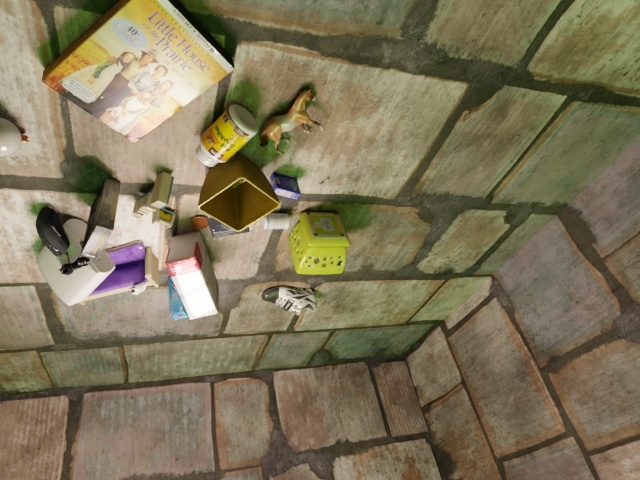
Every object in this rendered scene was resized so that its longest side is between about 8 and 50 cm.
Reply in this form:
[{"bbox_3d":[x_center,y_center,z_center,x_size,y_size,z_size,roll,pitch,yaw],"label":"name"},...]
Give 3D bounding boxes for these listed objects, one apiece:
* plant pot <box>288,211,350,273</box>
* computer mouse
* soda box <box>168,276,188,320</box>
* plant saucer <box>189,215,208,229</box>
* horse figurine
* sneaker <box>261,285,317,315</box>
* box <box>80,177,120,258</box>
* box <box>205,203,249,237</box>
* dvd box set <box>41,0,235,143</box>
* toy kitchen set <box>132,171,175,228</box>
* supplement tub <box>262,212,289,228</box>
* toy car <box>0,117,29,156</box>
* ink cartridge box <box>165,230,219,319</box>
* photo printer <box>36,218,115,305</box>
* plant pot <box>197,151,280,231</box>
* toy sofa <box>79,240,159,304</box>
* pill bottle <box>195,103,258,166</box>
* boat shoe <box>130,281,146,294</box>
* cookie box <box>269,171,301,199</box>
[{"bbox_3d":[0.000,0.000,1.961,0.227,0.228,0.207,1,135,-21],"label":"plant pot"},{"bbox_3d":[-0.936,-0.003,1.582,0.184,0.261,0.060,-14,-171,28],"label":"computer mouse"},{"bbox_3d":[-0.676,0.267,2.092,0.067,0.210,0.071,-14,146,-1],"label":"soda box"},{"bbox_3d":[-0.506,-0.076,1.843,0.084,0.013,0.083,-10,146,-7],"label":"plant saucer"},{"bbox_3d":[-0.108,-0.390,1.500,0.263,0.066,0.174,-26,150,12],"label":"horse figurine"},{"bbox_3d":[-0.163,0.341,2.448,0.331,0.146,0.122,5,142,-24],"label":"sneaker"},{"bbox_3d":[-0.773,-0.078,1.552,0.056,0.230,0.183,19,132,-35],"label":"box"},{"bbox_3d":[-0.379,-0.101,1.787,0.156,0.093,0.158,-10,144,-7],"label":"box"},{"bbox_3d":[-0.500,-0.479,1.233,0.421,0.062,0.308,-28,144,19],"label":"dvd box set"},{"bbox_3d":[-0.584,-0.145,1.661,0.207,0.122,0.166,-15,152,38],"label":"toy kitchen set"},{"bbox_3d":[-0.194,-0.083,1.897,0.107,0.071,0.071,-1,143,-17],"label":"supplement tub"},{"bbox_3d":[-0.959,-0.301,1.244,0.211,0.219,0.238,16,-169,12],"label":"toy car"},{"bbox_3d":[-0.536,0.146,1.873,0.131,0.226,0.306,-12,120,-4],"label":"ink cartridge box"},{"bbox_3d":[-0.972,0.098,1.724,0.308,0.256,0.107,-36,178,29],"label":"photo printer"},{"bbox_3d":[-0.301,-0.192,1.601,0.212,0.187,0.212,-30,142,21],"label":"plant pot"},{"bbox_3d":[-0.896,0.141,1.887,0.363,0.150,0.177,-13,147,-2],"label":"toy sofa"},{"bbox_3d":[-0.314,-0.338,1.450,0.215,0.117,0.117,-35,140,27],"label":"pill bottle"},{"bbox_3d":[-0.772,0.201,1.859,0.100,0.035,0.035,-30,149,34],"label":"boat shoe"},{"bbox_3d":[-0.138,-0.212,1.717,0.107,0.091,0.040,12,134,-32],"label":"cookie box"}]
